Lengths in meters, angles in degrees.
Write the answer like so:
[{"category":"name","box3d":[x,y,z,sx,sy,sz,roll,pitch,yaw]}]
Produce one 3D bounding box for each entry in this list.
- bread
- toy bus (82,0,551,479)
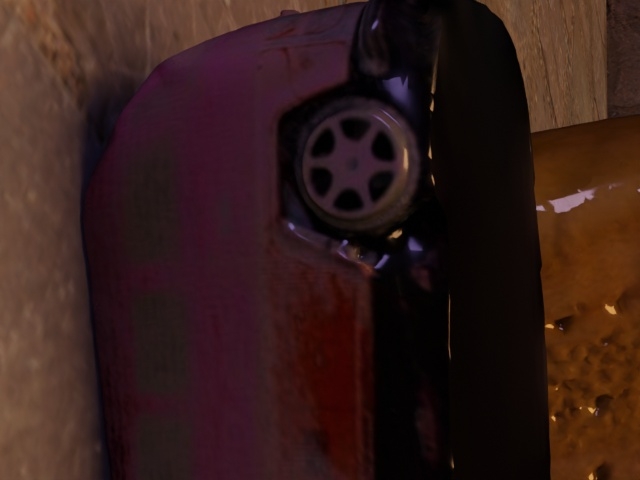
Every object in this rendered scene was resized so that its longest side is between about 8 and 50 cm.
[{"category":"bread","box3d":[0.275,0.073,0.841,0.250,0.395,0.360,-73,152,-79]},{"category":"toy bus","box3d":[0.004,0.063,0.397,0.127,0.147,0.302,0,85,-66]}]
